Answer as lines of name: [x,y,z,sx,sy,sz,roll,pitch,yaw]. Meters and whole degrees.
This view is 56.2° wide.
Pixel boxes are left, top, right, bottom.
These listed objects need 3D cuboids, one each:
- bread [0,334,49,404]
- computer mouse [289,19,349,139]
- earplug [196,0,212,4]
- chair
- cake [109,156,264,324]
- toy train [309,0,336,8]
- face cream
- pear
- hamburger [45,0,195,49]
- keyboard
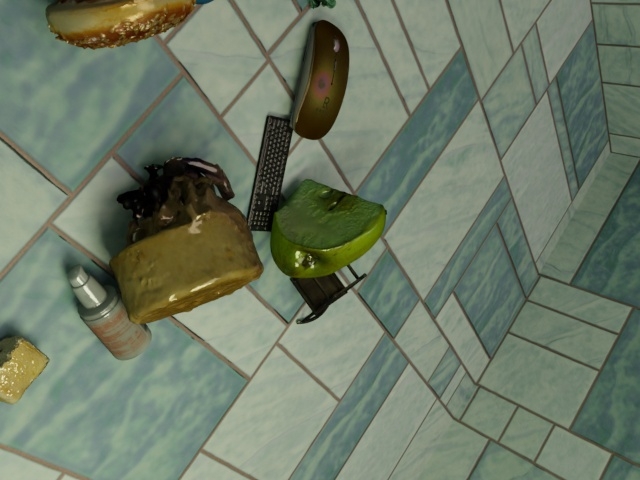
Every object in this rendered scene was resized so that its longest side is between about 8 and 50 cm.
bread: [-0.633,0.260,1.215,0.125,0.082,0.106,-58,150,-26]
computer mouse: [0.004,-0.423,1.595,0.158,0.071,0.311,8,97,-53]
earplug: [-0.246,-0.625,1.216,0.132,0.132,0.273,-17,122,-42]
chair: [0.004,0.136,1.809,0.154,0.141,0.260,-30,171,-35]
cake: [-0.317,-0.012,1.323,0.332,0.332,0.321,-14,79,-43]
toy train: [-0.014,-0.653,1.494,0.172,0.070,0.100,24,78,-50]
face cream: [-0.475,0.154,1.319,0.101,0.101,0.252,-45,134,-24]
pear: [0.000,0.000,1.616,0.282,0.286,0.176,-53,154,-38]
hamburger: [-0.362,-0.465,1.056,0.291,0.291,0.225,-34,129,-33]
keyboard: [-0.133,-0.174,1.606,0.101,0.018,0.310,2,105,-47]
